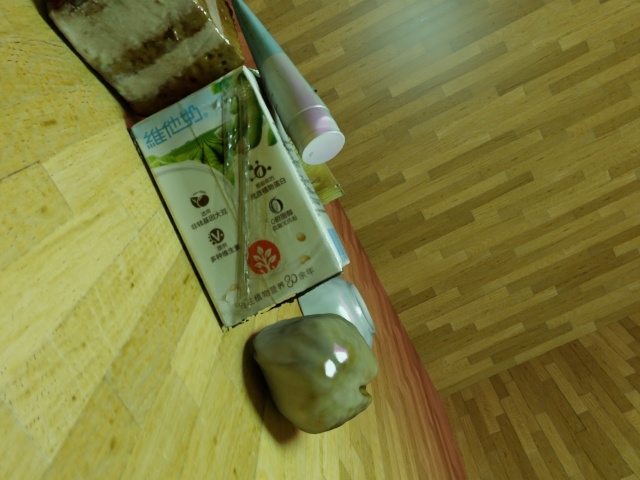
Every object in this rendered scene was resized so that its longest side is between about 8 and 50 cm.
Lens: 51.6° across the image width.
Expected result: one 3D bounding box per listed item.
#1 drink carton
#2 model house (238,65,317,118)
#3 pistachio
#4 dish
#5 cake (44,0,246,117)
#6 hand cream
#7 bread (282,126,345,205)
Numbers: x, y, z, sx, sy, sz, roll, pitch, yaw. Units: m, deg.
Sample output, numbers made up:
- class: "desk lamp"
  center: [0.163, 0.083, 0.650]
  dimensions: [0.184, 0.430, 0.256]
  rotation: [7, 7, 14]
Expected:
- class: "drink carton"
  center: [-0.110, -0.058, 0.974]
  dimensions: [0.325, 0.194, 0.132]
  rotation: [64, 6, 2]
- class: "model house"
  center: [-0.144, -0.292, 1.480]
  dimensions: [0.294, 0.206, 0.154]
  rotation: [-144, -111, -69]
- class: "pistachio"
  center: [-0.012, 0.194, 1.016]
  dimensions: [0.288, 0.197, 0.166]
  rotation: [180, -73, -86]
- class: "dish"
  center: [0.049, 0.182, 1.550]
  dimensions: [0.256, 0.117, 0.256]
  rotation: [61, 8, -15]
- class: "cake"
  center: [-0.263, -0.338, 0.909]
  dimensions: [0.293, 0.198, 0.196]
  rotation: [46, 24, -53]
- class: "hand cream"
  center: [-0.059, -0.251, 0.996]
  dimensions: [0.312, 0.070, 0.111]
  rotation: [63, 4, 25]
- class: "bread"
  center: [-0.059, -0.207, 1.983]
  dimensions: [0.288, 0.156, 0.204]
  rotation: [52, 6, -47]
